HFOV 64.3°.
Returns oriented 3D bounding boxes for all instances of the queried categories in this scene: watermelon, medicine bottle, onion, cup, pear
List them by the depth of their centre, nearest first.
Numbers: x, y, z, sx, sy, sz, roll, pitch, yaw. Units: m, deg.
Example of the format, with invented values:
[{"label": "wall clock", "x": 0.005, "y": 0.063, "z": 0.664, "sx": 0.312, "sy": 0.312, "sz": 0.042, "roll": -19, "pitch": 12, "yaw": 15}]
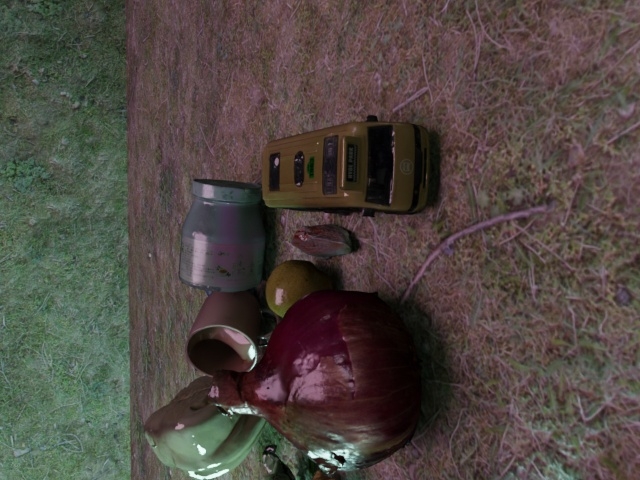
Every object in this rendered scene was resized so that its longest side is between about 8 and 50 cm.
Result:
[{"label": "onion", "x": -0.013, "y": 0.254, "z": 0.935, "sx": 0.348, "sy": 0.385, "sz": 0.348, "roll": 177, "pitch": 90, "yaw": -74}, {"label": "watermelon", "x": 0.009, "y": 0.000, "z": 1.164, "sx": 0.180, "sy": 0.094, "sz": 0.081, "roll": -5, "pitch": 83, "yaw": 42}, {"label": "pear", "x": -0.048, "y": 0.116, "z": 1.180, "sx": 0.136, "sy": 0.167, "sz": 0.167, "roll": -58, "pitch": 38, "yaw": 1}, {"label": "cup", "x": -0.228, "y": 0.242, "z": 1.422, "sx": 0.200, "sy": 0.253, "sz": 0.191, "roll": -86, "pitch": -16, "yaw": -59}, {"label": "medicine bottle", "x": -0.276, "y": -0.024, "z": 1.455, "sx": 0.245, "sy": 0.245, "sz": 0.290, "roll": 21, "pitch": 109, "yaw": 55}]

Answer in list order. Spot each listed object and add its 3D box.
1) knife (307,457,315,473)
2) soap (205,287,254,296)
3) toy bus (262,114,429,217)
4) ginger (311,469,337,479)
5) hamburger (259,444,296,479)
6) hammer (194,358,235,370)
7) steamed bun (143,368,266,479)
[{"label": "knife", "x": -0.032, "y": 0.486, "z": 1.301, "sx": 0.054, "sy": 0.015, "sz": 0.212, "roll": -9, "pitch": 83, "yaw": 57}, {"label": "soap", "x": -0.300, "y": 0.157, "z": 1.649, "sx": 0.293, "sy": 0.077, "sz": 0.156, "roll": 41, "pitch": 125, "yaw": 48}, {"label": "toy bus", "x": 0.036, "y": -0.133, "z": 1.005, "sx": 0.365, "sy": 0.202, "sz": 0.177, "roll": 4, "pitch": 93, "yaw": 57}, {"label": "ginger", "x": 0.087, "y": 0.586, "z": 1.029, "sx": 0.348, "sy": 0.122, "sz": 0.363, "roll": 47, "pitch": 139, "yaw": 35}, {"label": "hamburger", "x": -0.100, "y": 0.655, "z": 1.216, "sx": 0.276, "sy": 0.150, "sz": 0.260, "roll": 44, "pitch": 154, "yaw": 57}, {"label": "hammer", "x": -0.312, "y": 0.365, "z": 1.588, "sx": 0.290, "sy": 0.137, "sz": 0.037, "roll": 156, "pitch": 111, "yaw": -83}, {"label": "steamed bun", "x": -0.307, "y": 0.537, "z": 1.466, "sx": 0.367, "sy": 0.342, "sz": 0.255, "roll": -20, "pitch": 96, "yaw": 44}]
